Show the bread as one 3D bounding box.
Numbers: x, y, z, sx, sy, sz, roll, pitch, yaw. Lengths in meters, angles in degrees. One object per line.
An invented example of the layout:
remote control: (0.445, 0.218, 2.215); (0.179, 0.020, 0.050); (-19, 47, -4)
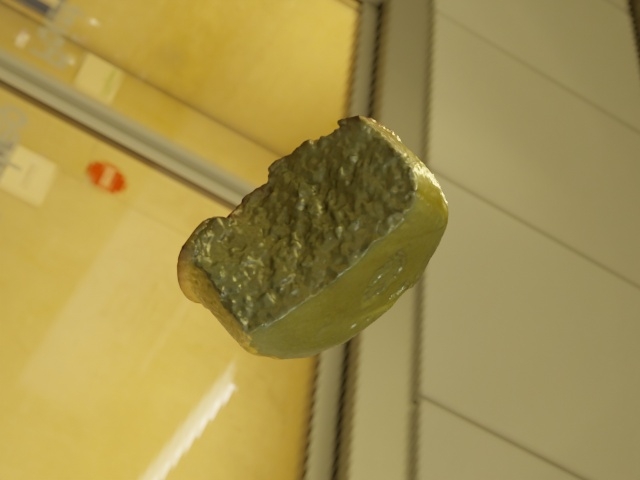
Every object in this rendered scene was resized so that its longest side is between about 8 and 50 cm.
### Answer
bread: (0.000, 0.006, 0.850); (0.156, 0.086, 0.125); (-39, 151, -6)
